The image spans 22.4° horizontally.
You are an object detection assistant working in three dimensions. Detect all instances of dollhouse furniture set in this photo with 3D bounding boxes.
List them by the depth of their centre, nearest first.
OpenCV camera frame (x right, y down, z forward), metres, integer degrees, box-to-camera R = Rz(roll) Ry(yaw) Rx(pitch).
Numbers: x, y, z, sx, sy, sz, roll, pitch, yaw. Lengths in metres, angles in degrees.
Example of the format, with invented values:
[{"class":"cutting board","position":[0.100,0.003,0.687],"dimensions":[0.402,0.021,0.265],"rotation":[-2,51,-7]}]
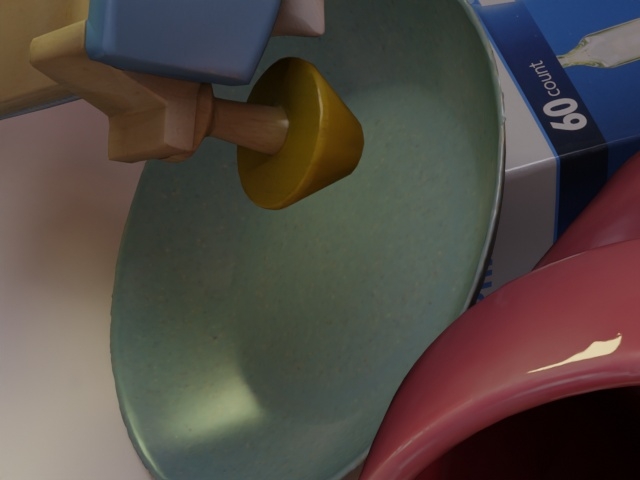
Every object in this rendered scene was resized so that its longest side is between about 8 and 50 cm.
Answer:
[{"class":"dollhouse furniture set","position":[-0.046,-0.147,0.581],"dimensions":[0.198,0.286,0.303],"rotation":[8,81,-33]}]

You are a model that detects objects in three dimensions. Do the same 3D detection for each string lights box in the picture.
[{"class":"string lights box","position":[0.146,-0.072,0.625],"dimensions":[0.260,0.076,0.133],"rotation":[-16,50,-9]}]

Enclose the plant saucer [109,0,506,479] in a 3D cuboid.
[{"class":"plant saucer","position":[0.000,0.000,0.544],"dimensions":[0.037,0.195,0.195],"rotation":[23,34,-37]}]

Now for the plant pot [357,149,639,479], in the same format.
[{"class":"plant pot","position":[0.122,0.060,0.446],"dimensions":[0.201,0.201,0.180],"rotation":[10,35,13]}]
